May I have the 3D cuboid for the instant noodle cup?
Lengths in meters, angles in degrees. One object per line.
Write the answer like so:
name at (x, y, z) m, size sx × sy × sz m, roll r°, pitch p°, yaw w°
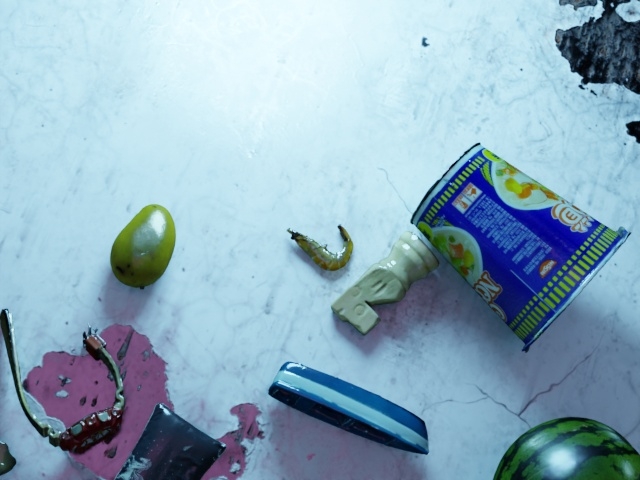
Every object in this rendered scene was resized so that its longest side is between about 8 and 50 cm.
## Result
instant noodle cup at (0.339, -0.007, 1.805) m, size 0.312 × 0.284 × 0.284 m, roll 42°, pitch 72°, yaw 11°

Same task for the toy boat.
toy boat at (0.058, 0.292, 1.748) m, size 0.299 × 0.096 × 0.061 m, roll 24°, pitch 63°, yaw -5°

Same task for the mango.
mango at (-0.307, 0.006, 1.774) m, size 0.103 × 0.076 × 0.161 m, roll 18°, pitch 64°, yaw 2°

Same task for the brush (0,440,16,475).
brush at (-0.615, 0.273, 1.651) m, size 0.301 × 0.084 × 0.071 m, roll 45°, pitch 105°, yaw 12°

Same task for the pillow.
pillow at (-0.268, 0.393, 1.681) m, size 0.141 × 0.055 × 0.208 m, roll 34°, pitch 72°, yaw -6°

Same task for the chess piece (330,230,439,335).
chess piece at (0.114, 0.080, 1.830) m, size 0.200 × 0.090 × 0.090 m, roll -43°, pitch 85°, yaw -7°

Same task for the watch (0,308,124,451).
watch at (-0.428, 0.220, 1.692) m, size 0.165 × 0.102 × 0.268 m, roll -15°, pitch 69°, yaw -21°

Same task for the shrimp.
shrimp at (0.000, 0.000, 1.852) m, size 0.127 × 0.025 × 0.091 m, roll 30°, pitch 72°, yaw -5°

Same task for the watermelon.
watermelon at (0.420, 0.439, 1.669) m, size 0.285 × 0.285 × 0.285 m, roll 3°, pitch 74°, yaw -9°
